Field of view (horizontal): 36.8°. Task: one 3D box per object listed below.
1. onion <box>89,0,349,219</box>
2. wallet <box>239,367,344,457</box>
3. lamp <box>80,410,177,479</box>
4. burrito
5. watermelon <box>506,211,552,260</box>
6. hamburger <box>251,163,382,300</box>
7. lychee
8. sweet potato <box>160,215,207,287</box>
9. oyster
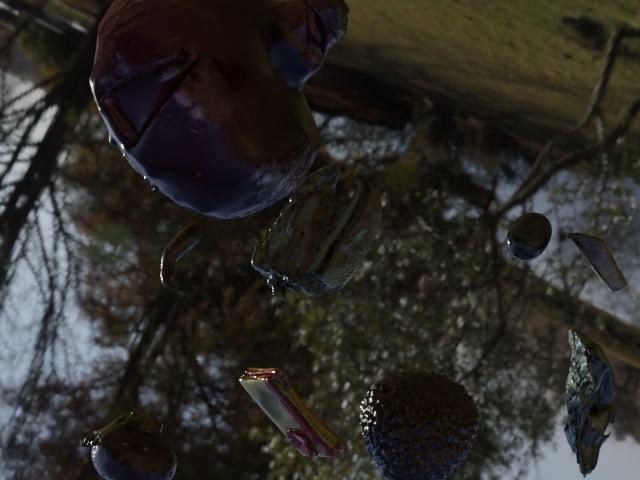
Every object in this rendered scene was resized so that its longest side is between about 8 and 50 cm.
[{"bbox_3d":[-0.120,-0.265,1.473,0.398,0.420,0.398,44,-161,-20],"label":"onion"},{"bbox_3d":[-0.061,0.368,2.037,0.241,0.067,0.141,50,152,-16],"label":"wallet"},{"bbox_3d":[-0.335,0.385,1.757,0.156,0.134,0.157,11,159,39],"label":"lamp"},{"bbox_3d":[0.529,0.035,1.823,0.149,0.055,0.041,53,-160,-11],"label":"burrito"},{"bbox_3d":[0.396,-0.009,1.823,0.078,0.110,0.078,27,144,22],"label":"watermelon"},{"bbox_3d":[0.000,0.000,1.919,0.168,0.288,0.192,30,171,22],"label":"hamburger"},{"bbox_3d":[0.216,0.397,2.068,0.268,0.267,0.267,26,180,0],"label":"lychee"},{"bbox_3d":[-0.241,0.013,1.655,0.041,0.153,0.038,14,150,28],"label":"sweet potato"},{"bbox_3d":[0.517,0.325,1.864,0.087,0.199,0.252,5,136,46],"label":"oyster"}]
